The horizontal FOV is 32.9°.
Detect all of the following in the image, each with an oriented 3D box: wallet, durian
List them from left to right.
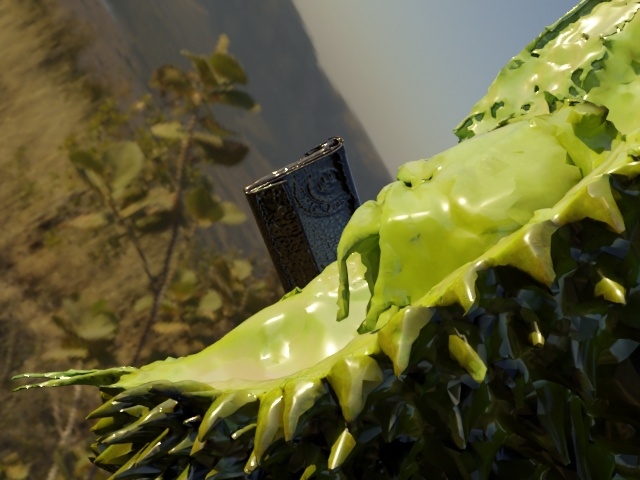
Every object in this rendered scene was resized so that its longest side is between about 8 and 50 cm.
[{"bbox_3d":[0.000,0.000,1.318,0.039,0.133,0.243,53,-14,48],"label":"wallet"},{"bbox_3d":[0.068,0.024,0.384,0.157,0.355,0.169,49,7,-38],"label":"durian"}]
